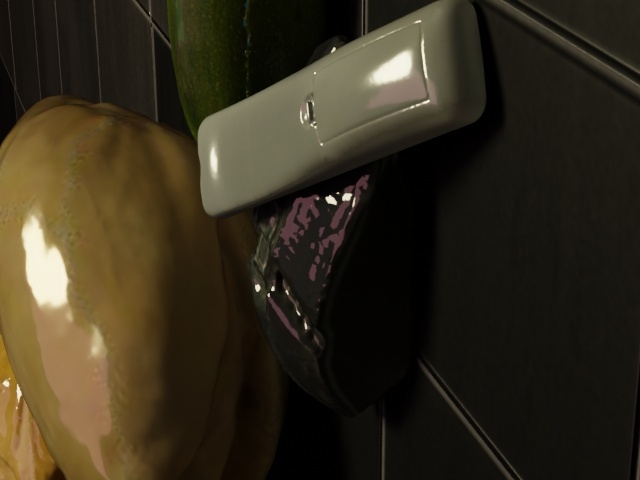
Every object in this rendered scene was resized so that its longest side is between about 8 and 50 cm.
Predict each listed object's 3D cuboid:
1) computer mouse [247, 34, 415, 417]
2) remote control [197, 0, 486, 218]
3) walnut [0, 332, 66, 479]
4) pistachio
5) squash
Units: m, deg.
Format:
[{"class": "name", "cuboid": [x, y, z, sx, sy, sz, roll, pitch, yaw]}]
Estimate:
[{"class": "computer mouse", "cuboid": [0.000, 0.000, 0.719, 0.106, 0.062, 0.192, -121, 27, -54]}, {"class": "remote control", "cuboid": [-0.002, -0.051, 0.646, 0.184, 0.027, 0.050, -20, 71, 52]}, {"class": "walnut", "cuboid": [-0.151, 0.146, 1.080, 0.193, 0.193, 0.225, -152, 60, -71]}, {"class": "pistachio", "cuboid": [-0.114, 0.033, 0.920, 0.181, 0.162, 0.293, -41, 61, 32]}, {"class": "squash", "cuboid": [-0.031, -0.174, 0.714, 0.087, 0.087, 0.331, -117, 25, -50]}]
